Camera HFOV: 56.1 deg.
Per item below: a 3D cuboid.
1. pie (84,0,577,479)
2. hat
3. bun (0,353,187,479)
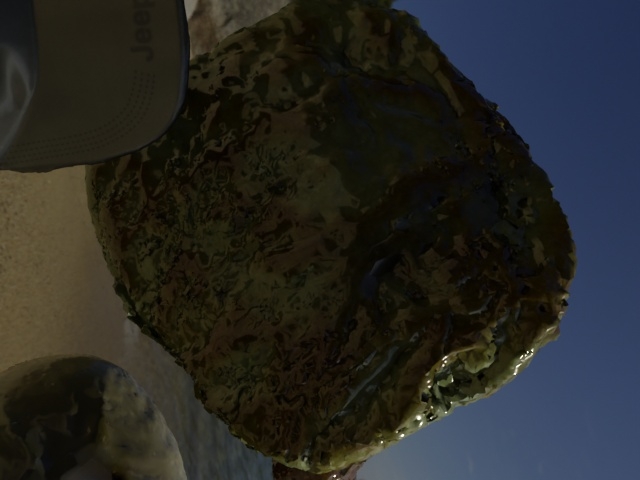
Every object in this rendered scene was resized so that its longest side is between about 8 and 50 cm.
[{"bbox_3d":[-0.004,-0.025,0.534,0.418,0.395,0.180,52,0,14],"label":"pie"},{"bbox_3d":[-0.234,-0.157,0.430,0.149,0.244,0.215,-25,108,-72],"label":"hat"},{"bbox_3d":[-0.236,0.247,0.548,0.168,0.272,0.273,-17,-91,50],"label":"bun"}]
